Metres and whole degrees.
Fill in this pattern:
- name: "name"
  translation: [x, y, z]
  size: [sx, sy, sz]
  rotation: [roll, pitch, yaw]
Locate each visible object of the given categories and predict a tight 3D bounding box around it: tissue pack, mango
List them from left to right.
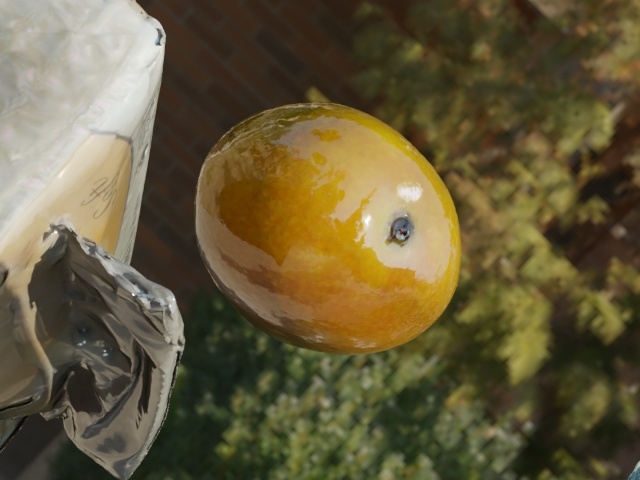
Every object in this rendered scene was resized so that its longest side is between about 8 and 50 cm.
- name: "tissue pack"
  translation: [-0.165, 0.017, 0.854]
  size: [0.238, 0.238, 0.305]
  rotation: [46, -22, 9]
- name: "mango"
  translation: [0.006, 0.003, 1.090]
  size: [0.175, 0.139, 0.254]
  rotation: [30, -15, 10]

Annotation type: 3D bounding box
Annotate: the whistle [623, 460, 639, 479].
- name: "whistle"
  translation: [0.173, 0.162, 0.658]
  size: [0.062, 0.062, 0.312]
  rotation: [52, -5, 36]
